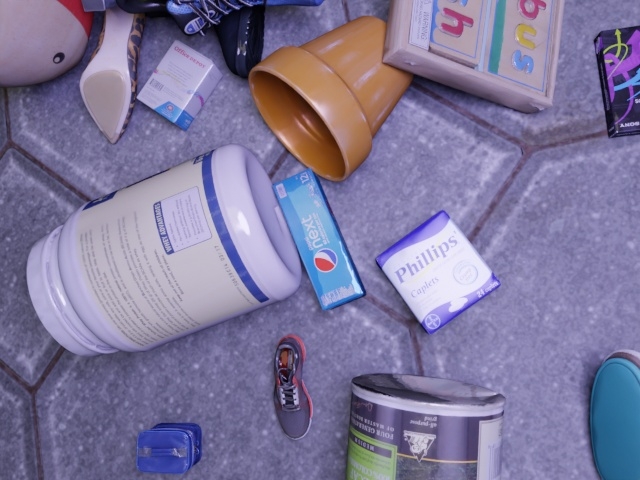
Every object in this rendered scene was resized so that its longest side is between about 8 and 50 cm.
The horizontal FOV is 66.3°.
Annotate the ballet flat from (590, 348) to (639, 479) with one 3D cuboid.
[{"bbox_3d":[0.440,0.336,0.630,0.139,0.139,0.400,-3,87,10],"label":"ballet flat"}]

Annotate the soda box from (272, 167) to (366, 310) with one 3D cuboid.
[{"bbox_3d":[0.000,0.000,0.762,0.067,0.071,0.210,-23,80,7],"label":"soda box"}]

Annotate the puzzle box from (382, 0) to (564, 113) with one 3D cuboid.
[{"bbox_3d":[0.243,-0.416,0.710,0.272,0.052,0.409,10,84,-22],"label":"puzzle box"}]

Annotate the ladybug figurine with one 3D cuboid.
[{"bbox_3d":[-0.475,-0.469,0.825,0.305,0.162,0.449,-7,80,50],"label":"ladybug figurine"}]

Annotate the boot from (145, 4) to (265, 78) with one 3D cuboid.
[{"bbox_3d":[-0.202,-0.386,0.830,0.207,0.094,0.247,1,77,7],"label":"boot"}]

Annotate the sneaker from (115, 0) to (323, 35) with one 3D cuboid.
[{"bbox_3d":[-0.149,-0.364,0.718,0.330,0.130,0.147,9,82,12],"label":"sneaker"}]

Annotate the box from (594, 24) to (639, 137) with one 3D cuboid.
[{"bbox_3d":[0.483,-0.239,0.726,0.116,0.029,0.162,-6,84,9],"label":"box"}]

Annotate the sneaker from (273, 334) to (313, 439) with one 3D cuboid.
[{"bbox_3d":[-0.051,0.226,0.748,0.061,0.065,0.158,-9,82,9],"label":"sneaker"}]

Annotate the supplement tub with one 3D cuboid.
[{"bbox_3d":[-0.215,0.022,0.715,0.324,0.235,0.235,-21,80,7],"label":"supplement tub"}]

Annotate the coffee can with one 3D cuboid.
[{"bbox_3d":[0.129,0.330,0.636,0.201,0.201,0.275,3,83,11],"label":"coffee can"}]

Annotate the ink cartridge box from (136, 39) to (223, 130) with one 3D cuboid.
[{"bbox_3d":[-0.241,-0.267,0.847,0.088,0.052,0.122,35,92,12],"label":"ink cartridge box"}]

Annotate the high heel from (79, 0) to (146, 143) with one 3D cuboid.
[{"bbox_3d":[-0.348,-0.319,0.875,0.093,0.186,0.261,7,119,0],"label":"high heel"}]

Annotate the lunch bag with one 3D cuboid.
[{"bbox_3d":[-0.235,0.328,0.770,0.098,0.065,0.067,-4,83,10],"label":"lunch bag"}]

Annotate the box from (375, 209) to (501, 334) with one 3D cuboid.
[{"bbox_3d":[0.170,0.048,0.727,0.126,0.072,0.137,-36,78,4],"label":"box"}]

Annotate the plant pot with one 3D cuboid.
[{"bbox_3d":[0.030,-0.225,0.731,0.205,0.205,0.188,43,77,12],"label":"plant pot"}]
